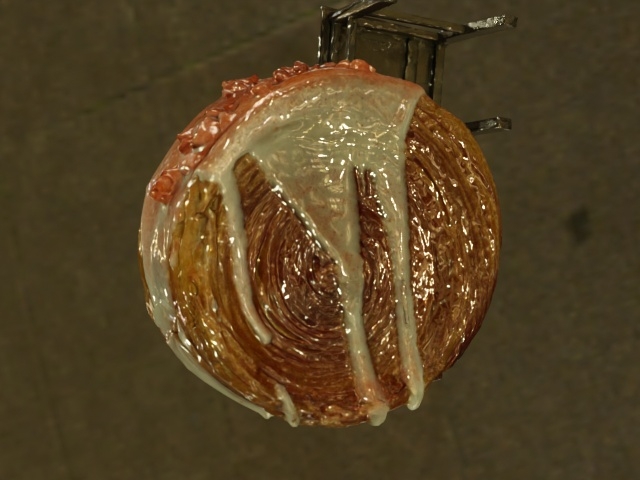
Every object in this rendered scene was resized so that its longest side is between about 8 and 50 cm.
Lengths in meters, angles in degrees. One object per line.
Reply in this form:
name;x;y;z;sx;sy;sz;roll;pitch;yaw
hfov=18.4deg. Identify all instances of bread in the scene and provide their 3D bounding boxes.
bread;0.000;0.000;0.866;0.073;0.160;0.160;-170;72;-69

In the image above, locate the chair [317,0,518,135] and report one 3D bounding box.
chair;0.035;-0.102;1.305;0.212;0.101;0.084;171;105;-65
